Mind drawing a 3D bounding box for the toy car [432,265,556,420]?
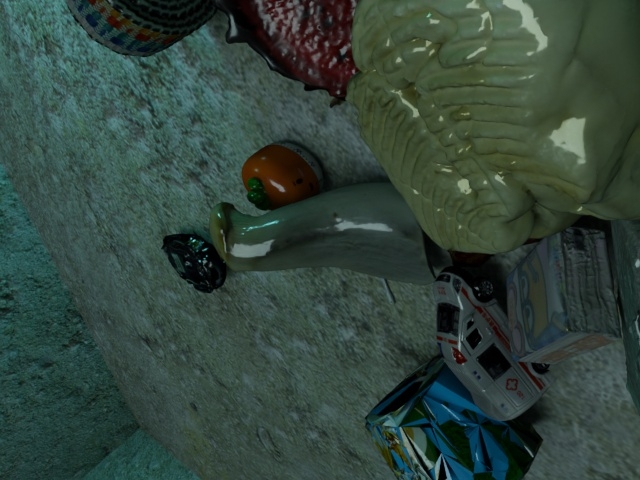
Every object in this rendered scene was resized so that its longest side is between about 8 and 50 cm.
[{"bbox_3d":[0.214,0.137,0.678,0.210,0.108,0.089,51,170,-7],"label":"toy car"}]

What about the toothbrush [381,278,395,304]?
[{"bbox_3d":[0.098,0.054,0.835,0.011,0.013,0.131,5,125,56],"label":"toothbrush"}]

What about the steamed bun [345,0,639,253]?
[{"bbox_3d":[0.168,-0.126,0.426,0.276,0.203,0.289,32,160,53],"label":"steamed bun"}]

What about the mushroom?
[{"bbox_3d":[0.000,0.000,0.719,0.328,0.122,0.159,-3,102,9],"label":"mushroom"}]

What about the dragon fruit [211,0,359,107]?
[{"bbox_3d":[0.014,-0.311,0.502,0.282,0.100,0.344,-11,124,4],"label":"dragon fruit"}]

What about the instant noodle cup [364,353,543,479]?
[{"bbox_3d":[0.190,0.300,0.781,0.178,0.240,0.240,51,143,11],"label":"instant noodle cup"}]

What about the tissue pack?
[{"bbox_3d":[0.261,0.067,0.554,0.065,0.116,0.155,5,157,4],"label":"tissue pack"}]

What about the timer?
[{"bbox_3d":[-0.070,-0.096,0.796,0.136,0.136,0.099,22,129,33],"label":"timer"}]

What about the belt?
[{"bbox_3d":[-0.243,-0.407,0.651,0.160,0.206,0.295,4,108,49],"label":"belt"}]

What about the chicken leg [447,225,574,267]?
[{"bbox_3d":[0.221,-0.023,0.607,0.105,0.063,0.234,59,144,-2],"label":"chicken leg"}]

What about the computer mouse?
[{"bbox_3d":[-0.287,0.044,1.166,0.241,0.077,0.147,15,130,42],"label":"computer mouse"}]

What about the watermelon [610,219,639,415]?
[{"bbox_3d":[0.356,0.029,0.411,0.258,0.228,0.387,49,138,19],"label":"watermelon"}]
